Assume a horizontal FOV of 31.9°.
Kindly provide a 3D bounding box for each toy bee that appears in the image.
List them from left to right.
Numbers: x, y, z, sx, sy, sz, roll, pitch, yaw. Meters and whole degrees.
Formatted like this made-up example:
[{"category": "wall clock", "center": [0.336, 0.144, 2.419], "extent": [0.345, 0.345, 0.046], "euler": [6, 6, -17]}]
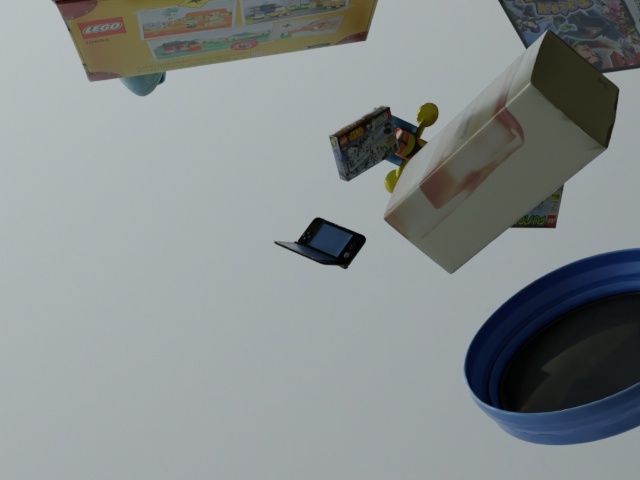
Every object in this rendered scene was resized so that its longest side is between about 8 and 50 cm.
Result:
[{"category": "toy bee", "center": [0.184, -0.181, 2.330], "extent": [0.162, 0.195, 0.298], "euler": [27, -153, 13]}]

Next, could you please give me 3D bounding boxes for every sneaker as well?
[{"category": "sneaker", "center": [-0.387, -0.412, 2.418], "extent": [0.135, 0.150, 0.366], "euler": [-12, -152, 9]}]

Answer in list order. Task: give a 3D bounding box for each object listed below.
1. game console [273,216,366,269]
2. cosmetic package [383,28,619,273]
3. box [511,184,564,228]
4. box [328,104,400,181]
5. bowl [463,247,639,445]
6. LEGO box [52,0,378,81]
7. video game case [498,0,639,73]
[{"category": "game console", "center": [0.000, 0.000, 1.988], "extent": [0.122, 0.071, 0.107], "euler": [24, -112, 34]}, {"category": "cosmetic package", "center": [0.229, -0.110, 1.446], "extent": [0.129, 0.296, 0.153], "euler": [39, -140, -10]}, {"category": "box", "center": [0.394, -0.082, 2.222], "extent": [0.207, 0.114, 0.036], "euler": [-1, -166, -35]}, {"category": "box", "center": [0.083, -0.182, 2.093], "extent": [0.137, 0.094, 0.027], "euler": [-32, -148, -28]}, {"category": "bowl", "center": [0.404, 0.155, 1.664], "extent": [0.391, 0.077, 0.391], "euler": [-26, -158, 11]}, {"category": "LEGO box", "center": [-0.162, -0.429, 1.771], "extent": [0.500, 0.372, 0.193], "euler": [-9, -99, -6]}, {"category": "video game case", "center": [0.467, -0.397, 1.988], "extent": [0.275, 0.248, 0.035], "euler": [-2, -132, 43]}]
